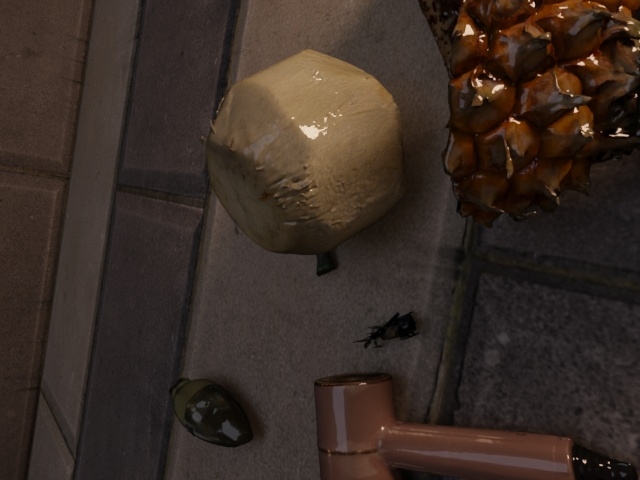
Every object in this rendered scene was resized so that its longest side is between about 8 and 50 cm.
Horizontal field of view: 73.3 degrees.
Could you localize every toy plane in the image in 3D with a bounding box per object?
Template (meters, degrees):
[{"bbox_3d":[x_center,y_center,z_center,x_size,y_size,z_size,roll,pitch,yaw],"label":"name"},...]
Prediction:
[{"bbox_3d":[0.089,0.120,0.569,0.120,0.049,0.031,-47,51,54],"label":"toy plane"}]

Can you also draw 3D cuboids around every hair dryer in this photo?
[{"bbox_3d":[0.140,0.248,0.471,0.345,0.107,0.189,-14,75,39],"label":"hair dryer"}]

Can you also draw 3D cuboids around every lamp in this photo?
[{"bbox_3d":[-0.215,0.328,0.828,0.250,0.101,0.101,13,95,44],"label":"lamp"}]

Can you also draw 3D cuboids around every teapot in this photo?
[{"bbox_3d":[0.000,0.000,0.687,0.043,0.043,0.110,-23,73,43],"label":"teapot"}]

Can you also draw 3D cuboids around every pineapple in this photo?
[{"bbox_3d":[0.260,-0.108,0.308,0.272,0.263,0.262,16,97,36],"label":"pineapple"}]

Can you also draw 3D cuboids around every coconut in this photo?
[{"bbox_3d":[-0.006,-0.115,0.566,0.245,0.247,0.244,39,151,26],"label":"coconut"}]

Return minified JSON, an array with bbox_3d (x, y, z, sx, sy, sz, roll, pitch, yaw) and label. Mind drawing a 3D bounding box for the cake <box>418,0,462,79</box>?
[{"bbox_3d":[0.186,-0.342,0.532,0.112,0.135,0.245,-20,100,56],"label":"cake"}]
